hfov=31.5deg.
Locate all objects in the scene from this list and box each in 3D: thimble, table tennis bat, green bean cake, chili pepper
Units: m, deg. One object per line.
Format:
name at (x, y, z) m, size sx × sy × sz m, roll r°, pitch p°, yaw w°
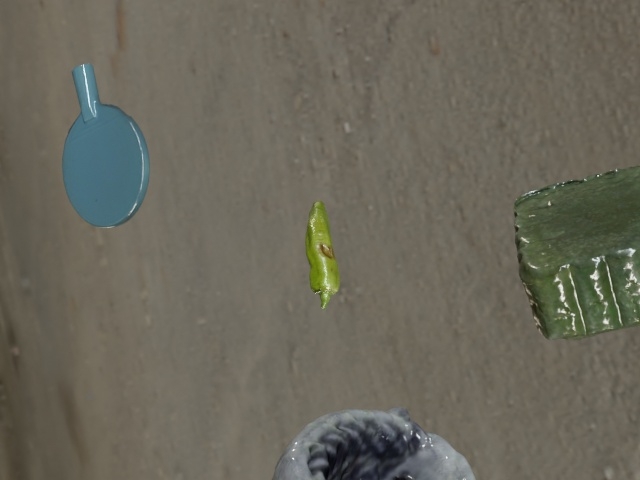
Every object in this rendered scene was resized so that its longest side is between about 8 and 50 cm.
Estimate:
thimble at (0.046, 0.292, 1.151) m, size 0.217 × 0.245 × 0.157 m, roll 28°, pitch 118°, yaw 7°
table tennis bat at (-0.202, -0.087, 1.037) m, size 0.100 × 0.019 × 0.155 m, roll -23°, pitch 77°, yaw 31°
green bean cake at (0.276, 0.003, 1.047) m, size 0.185 × 0.183 × 0.094 m, roll -82°, pitch -27°, yaw -61°
chili pepper at (0.000, -0.001, 1.485) m, size 0.043 × 0.049 × 0.208 m, roll -34°, pitch 36°, yaw 24°
